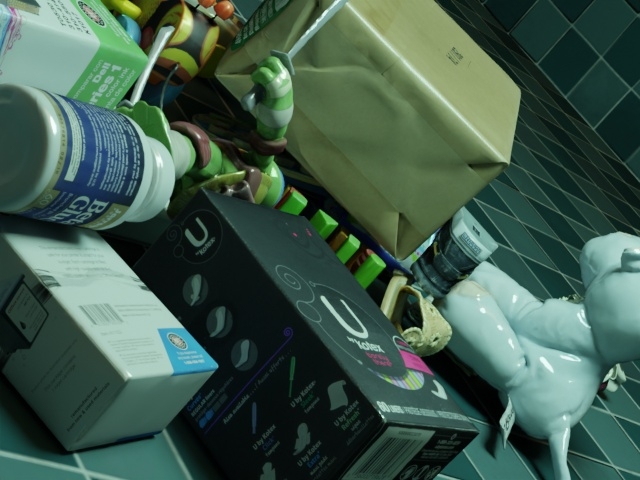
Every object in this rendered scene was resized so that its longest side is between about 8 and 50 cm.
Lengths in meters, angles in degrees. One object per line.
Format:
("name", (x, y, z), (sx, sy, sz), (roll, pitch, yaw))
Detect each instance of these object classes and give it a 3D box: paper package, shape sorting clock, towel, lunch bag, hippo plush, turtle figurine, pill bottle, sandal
("paper package", (0.063, -0.177, 2.016), (0.309, 0.168, 0.325), (44, 21, -9))
("shape sorting clock", (-0.050, -0.103, 2.039), (0.206, 0.040, 0.206), (25, 8, -4))
("towel", (0.162, 0.105, 2.111), (0.113, 0.023, 0.152), (45, 17, 8))
("lunch bag", (0.068, -0.028, 2.130), (0.129, 0.096, 0.151), (37, 31, -21))
("hippo plush", (0.275, 0.081, 1.977), (0.234, 0.236, 0.294), (45, 18, -18))
("turtle figurine", (-0.127, -0.113, 1.582), (0.197, 0.275, 0.266), (17, 13, 25))
("pill bottle", (-0.185, -0.058, 1.346), (0.094, 0.094, 0.169), (50, 19, 26))
("sandal", (0.101, 0.084, 1.889), (0.079, 0.088, 0.240), (17, 12, 3))

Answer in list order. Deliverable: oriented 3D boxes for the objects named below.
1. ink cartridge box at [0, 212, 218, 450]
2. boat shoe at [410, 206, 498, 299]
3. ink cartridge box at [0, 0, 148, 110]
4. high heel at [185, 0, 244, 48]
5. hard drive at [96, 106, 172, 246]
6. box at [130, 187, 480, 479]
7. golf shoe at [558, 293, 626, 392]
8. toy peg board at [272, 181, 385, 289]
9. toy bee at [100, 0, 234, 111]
("ink cartridge box", (-0.189, 0.058, 1.350), (0.191, 0.082, 0.139), (45, 17, 18))
("boat shoe", (0.142, 0.013, 1.961), (0.065, 0.083, 0.183), (48, 10, 1))
("ink cartridge box", (-0.295, -0.184, 1.347), (0.201, 0.117, 0.278), (50, 19, 27))
("high heel", (-0.166, -0.301, 2.260), (0.261, 0.093, 0.186), (29, 26, -12))
("hard drive", (-0.252, -0.117, 1.718), (0.203, 0.040, 0.307), (17, 30, -54))
("box", (-0.026, 0.104, 1.490), (0.270, 0.143, 0.165), (50, 18, 28))
("golf shoe", (0.321, 0.138, 2.252), (0.120, 0.105, 0.273), (54, 20, 14))
("toy peg board", (0.000, 0.000, 1.918), (0.161, 0.079, 0.161), (39, 17, -9))
("toy bee", (-0.161, -0.218, 1.966), (0.195, 0.162, 0.298), (20, 27, -54))
